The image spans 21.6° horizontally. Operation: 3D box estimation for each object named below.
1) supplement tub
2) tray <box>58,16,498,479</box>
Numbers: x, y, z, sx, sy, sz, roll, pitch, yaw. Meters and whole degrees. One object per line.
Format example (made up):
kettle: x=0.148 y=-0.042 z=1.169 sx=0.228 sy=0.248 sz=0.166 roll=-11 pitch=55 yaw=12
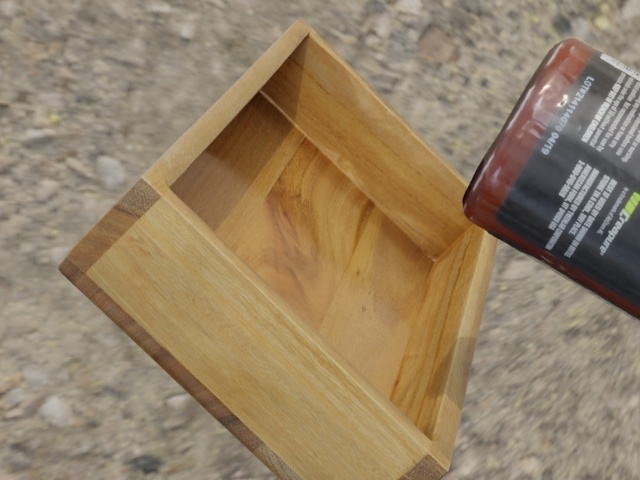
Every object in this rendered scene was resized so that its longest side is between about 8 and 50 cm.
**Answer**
supplement tub: x=0.175 y=-0.007 z=0.809 sx=0.198 sy=0.106 sz=0.106 roll=32 pitch=97 yaw=5
tray: x=0.000 y=0.000 z=0.992 sx=0.203 sy=0.411 sz=0.076 roll=44 pitch=109 yaw=-6
